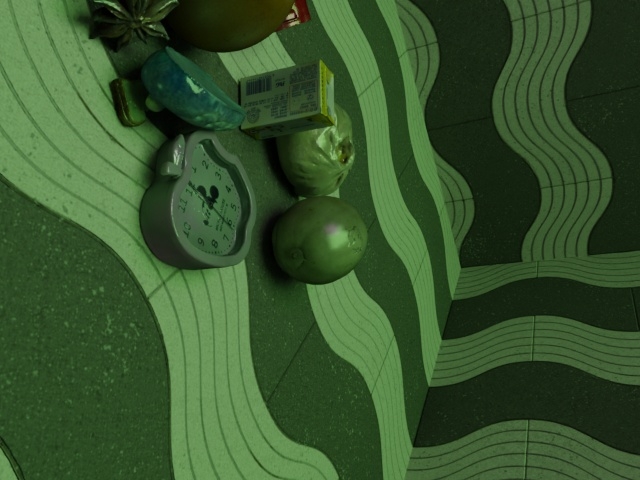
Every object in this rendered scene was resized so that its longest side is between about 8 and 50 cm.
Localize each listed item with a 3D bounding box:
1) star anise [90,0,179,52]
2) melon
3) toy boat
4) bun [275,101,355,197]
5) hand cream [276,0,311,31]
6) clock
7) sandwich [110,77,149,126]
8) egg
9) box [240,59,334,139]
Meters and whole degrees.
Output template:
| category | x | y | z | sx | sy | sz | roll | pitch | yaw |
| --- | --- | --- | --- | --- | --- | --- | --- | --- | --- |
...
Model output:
| category | x | y | z | sx | sy | sz | roll | pitch | yaw |
| --- | --- | --- | --- | --- | --- | --- | --- | --- | --- |
| star anise | -0.387 | -0.469 | 1.171 | 0.182 | 0.195 | 0.065 | 105 | -35 | -70 |
| melon | 0.000 | 0.000 | 1.730 | 0.330 | 0.269 | 0.268 | -22 | 103 | -55 |
| toy boat | -0.303 | -0.329 | 1.327 | 0.215 | 0.123 | 0.330 | 47 | 11 | 2 |
| bun | 0.001 | -0.326 | 1.850 | 0.365 | 0.219 | 0.365 | -1 | 90 | -69 |
| hand cream | -0.151 | -0.681 | 1.660 | 0.230 | 0.230 | 0.149 | -50 | 127 | -57 |
| clock | -0.289 | -0.088 | 1.359 | 0.338 | 0.102 | 0.338 | 28 | 58 | -58 |
| sandwich | -0.407 | -0.300 | 1.246 | 0.093 | 0.036 | 0.104 | -21 | 103 | -64 |
| egg | -0.219 | -0.595 | 1.347 | 0.283 | 0.351 | 0.282 | 11 | 77 | -57 |
| box | -0.097 | -0.399 | 1.642 | 0.097 | 0.265 | 0.168 | 19 | 66 | -64 |
